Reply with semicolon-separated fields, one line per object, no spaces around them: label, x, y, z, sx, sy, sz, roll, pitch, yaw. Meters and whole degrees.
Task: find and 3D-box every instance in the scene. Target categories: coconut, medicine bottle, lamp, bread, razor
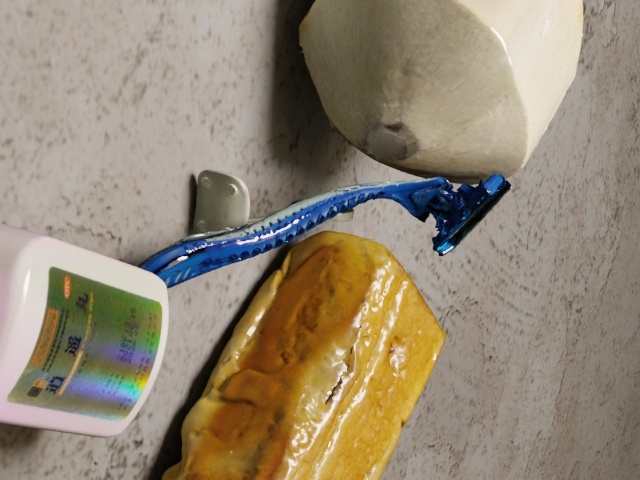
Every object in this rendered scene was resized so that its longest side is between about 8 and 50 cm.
coconut;0.093;-0.156;1.144;0.241;0.241;0.241;-35;131;-52
medicine bottle;-0.180;0.054;0.861;0.219;0.078;0.115;26;81;-62
lamp;-0.031;-0.033;1.134;0.198;0.050;0.056;-11;112;-60
bread;-0.013;0.145;1.158;0.294;0.132;0.167;-60;147;-27
razor;-0.005;-0.010;1.070;0.324;0.056;0.093;-12;153;-35
